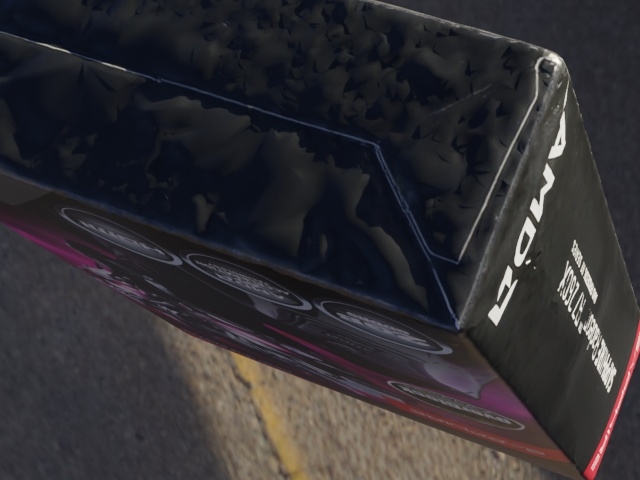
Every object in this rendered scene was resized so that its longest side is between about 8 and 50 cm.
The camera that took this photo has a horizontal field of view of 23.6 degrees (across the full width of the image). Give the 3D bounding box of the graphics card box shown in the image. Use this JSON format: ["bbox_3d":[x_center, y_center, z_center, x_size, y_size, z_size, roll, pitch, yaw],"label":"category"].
[{"bbox_3d":[0.000,0.000,0.619,0.232,0.371,0.094,19,80,19],"label":"graphics card box"}]
